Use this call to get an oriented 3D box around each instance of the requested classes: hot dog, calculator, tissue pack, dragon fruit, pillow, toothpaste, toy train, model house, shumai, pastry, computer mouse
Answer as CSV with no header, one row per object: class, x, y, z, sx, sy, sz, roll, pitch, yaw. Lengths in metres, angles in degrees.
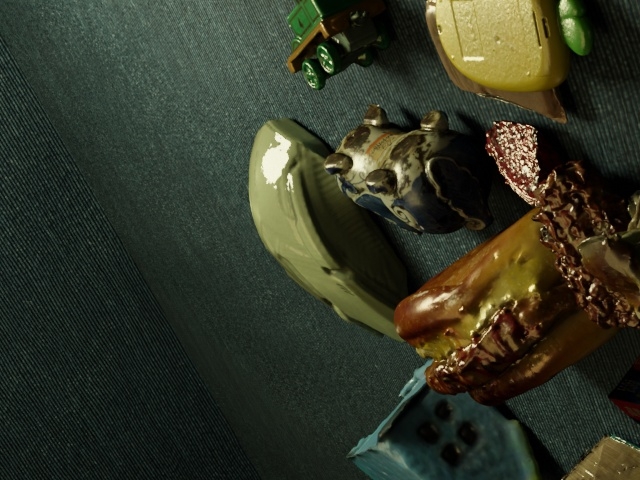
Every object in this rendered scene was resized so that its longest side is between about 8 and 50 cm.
hot dog,0.227,0.100,1.913,0.185,0.223,0.405,53,162,3
calculator,0.200,-0.227,1.584,0.235,0.032,0.146,10,118,57
tissue pack,0.465,0.429,2.114,0.192,0.134,0.271,25,149,52
dragon fruit,0.249,-0.097,1.780,0.131,0.063,0.097,-158,63,-63
pillow,0.195,-0.207,1.697,0.211,0.034,0.135,30,154,51
toothpaste,0.423,0.182,1.725,0.066,0.076,0.320,40,174,-4
toy train,0.011,-0.277,1.919,0.136,0.091,0.227,62,163,-1
model house,0.222,0.365,2.464,0.303,0.215,0.237,46,161,3
shumai,0.360,0.018,1.502,0.161,0.153,0.209,51,146,8
pastry,0.315,0.007,1.682,0.209,0.115,0.097,60,-156,0
computer mouse,-0.001,0.004,2.400,0.429,0.145,0.228,58,158,-21

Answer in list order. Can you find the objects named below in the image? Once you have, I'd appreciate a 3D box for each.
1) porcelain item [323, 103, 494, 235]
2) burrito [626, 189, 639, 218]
porcelain item,0.126,-0.070,1.971,0.186,0.138,0.288,47,166,-25
burrito,0.402,0.040,1.645,0.229,0.058,0.063,54,157,-15
